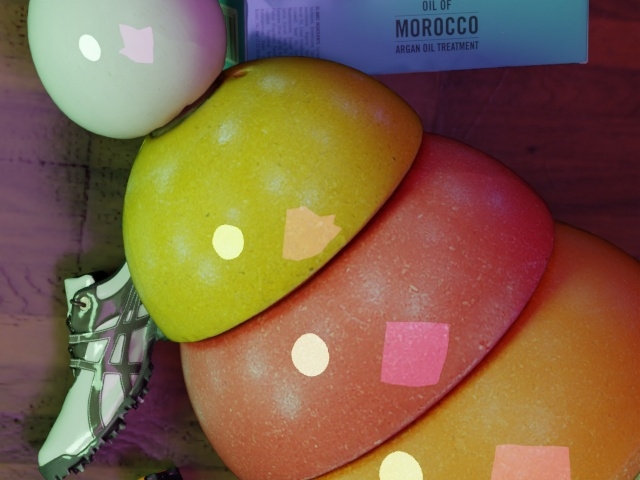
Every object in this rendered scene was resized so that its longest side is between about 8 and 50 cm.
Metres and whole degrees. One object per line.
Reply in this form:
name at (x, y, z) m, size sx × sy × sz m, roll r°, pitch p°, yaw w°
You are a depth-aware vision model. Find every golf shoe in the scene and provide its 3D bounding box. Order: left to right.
golf shoe at (-0.151, 0.072, 1.329) m, size 0.094 × 0.077 × 0.198 m, roll 35°, pitch 82°, yaw -8°

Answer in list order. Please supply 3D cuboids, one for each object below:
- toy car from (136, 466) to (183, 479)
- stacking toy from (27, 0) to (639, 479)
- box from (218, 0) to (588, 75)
toy car at (-0.103, 0.218, 1.373) m, size 0.040 × 0.060 × 0.122 m, roll -23°, pitch 100°, yaw 22°
stacking toy at (0.000, 0.000, 1.202) m, size 0.350 × 0.350 × 0.480 m, roll -40°, pitch 108°, yaw -6°
box at (0.054, -0.150, 1.326) m, size 0.244 × 0.100 × 0.060 m, roll -4°, pitch 102°, yaw -15°
